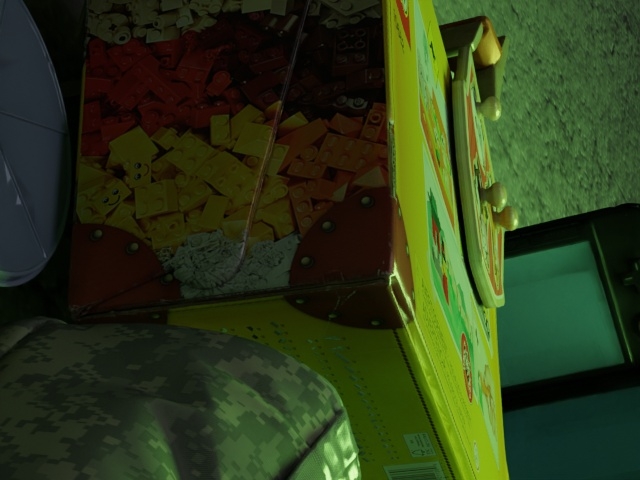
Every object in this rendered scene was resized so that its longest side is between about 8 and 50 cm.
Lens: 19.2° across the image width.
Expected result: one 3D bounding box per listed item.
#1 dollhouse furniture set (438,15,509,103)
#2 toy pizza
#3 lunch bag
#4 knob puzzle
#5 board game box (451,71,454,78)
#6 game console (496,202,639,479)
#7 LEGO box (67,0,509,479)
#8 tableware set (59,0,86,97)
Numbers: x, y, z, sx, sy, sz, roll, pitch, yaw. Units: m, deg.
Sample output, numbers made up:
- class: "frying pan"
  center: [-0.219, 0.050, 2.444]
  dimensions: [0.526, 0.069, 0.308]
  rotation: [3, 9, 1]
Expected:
- class: "dollhouse furniture set"
  center: [0.008, -0.229, 1.535]
  dimensions: [0.135, 0.259, 0.262]
  rotation: [-73, 144, -49]
- class: "toy pizza"
  center: [-0.198, -0.071, 1.046]
  dimensions: [0.201, 0.032, 0.201]
  rotation: [-13, 90, -71]
- class: "lunch bag"
  center: [-0.131, 0.165, 0.944]
  dimensions: [0.305, 0.256, 0.212]
  rotation: [-46, 120, -65]
- class: "knob puzzle"
  center: [0.129, -0.034, 1.435]
  dimensions: [0.213, 0.030, 0.213]
  rotation: [-7, 90, -80]
- class: "board game box"
  center: [0.087, -0.120, 1.925]
  dimensions: [0.147, 0.045, 0.193]
  rotation: [40, 52, -58]
- class: "game console"
  center: [0.187, 0.130, 1.728]
  dimensions: [0.173, 0.293, 0.250]
  rotation: [-45, 119, -66]
- class: "LEGO box"
  center: [0.000, 0.000, 1.335]
  dimensions: [0.500, 0.193, 0.372]
  rotation: [67, 18, -56]
- class: "tableware set"
  center: [-0.145, -0.150, 1.409]
  dimensions: [0.128, 0.039, 0.194]
  rotation: [52, 27, -33]
